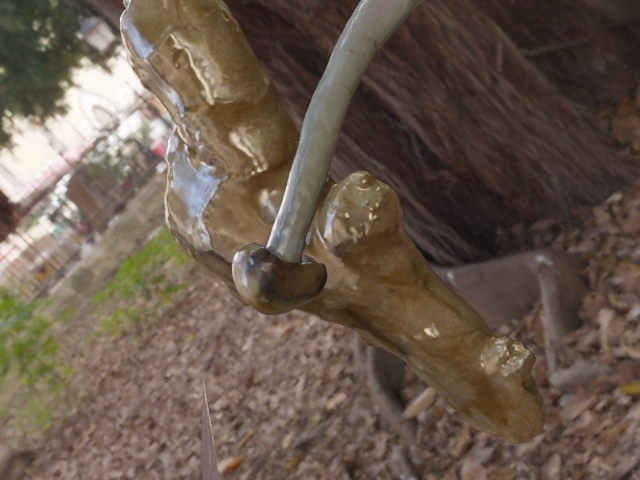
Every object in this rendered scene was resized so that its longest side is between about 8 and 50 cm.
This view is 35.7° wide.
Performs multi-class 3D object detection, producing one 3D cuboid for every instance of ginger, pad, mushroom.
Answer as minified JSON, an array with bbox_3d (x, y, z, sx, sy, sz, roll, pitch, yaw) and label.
[{"bbox_3d":[0.000,0.000,0.553,0.148,0.334,0.081,-50,-2,34],"label":"ginger"},{"bbox_3d":[-0.078,0.209,0.738,0.187,0.006,0.113,-107,17,-45],"label":"pad"},{"bbox_3d":[0.048,-0.094,0.494,0.043,0.068,0.306,9,58,52],"label":"mushroom"}]
